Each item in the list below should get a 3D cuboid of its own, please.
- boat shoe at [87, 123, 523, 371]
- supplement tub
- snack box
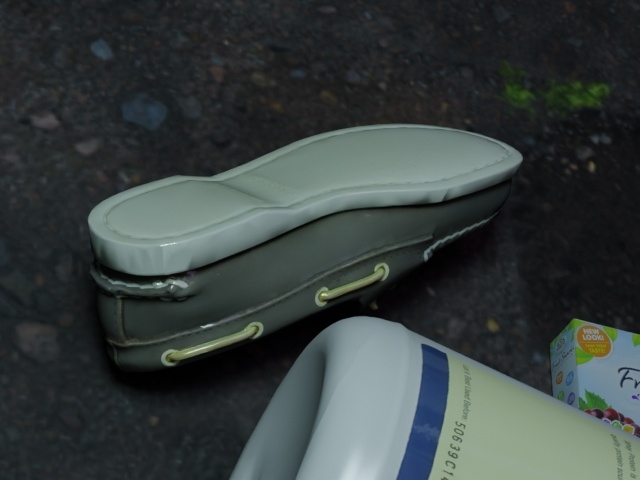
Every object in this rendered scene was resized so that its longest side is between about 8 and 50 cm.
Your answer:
[{"bbox_3d":[-0.003,-0.001,1.037,0.305,0.091,0.109,-16,28,-36],"label":"boat shoe"},{"bbox_3d":[0.107,0.202,0.849,0.325,0.235,0.235,25,50,-7],"label":"supplement tub"},{"bbox_3d":[0.218,0.113,1.095,0.141,0.037,0.100,14,51,-16],"label":"snack box"}]
